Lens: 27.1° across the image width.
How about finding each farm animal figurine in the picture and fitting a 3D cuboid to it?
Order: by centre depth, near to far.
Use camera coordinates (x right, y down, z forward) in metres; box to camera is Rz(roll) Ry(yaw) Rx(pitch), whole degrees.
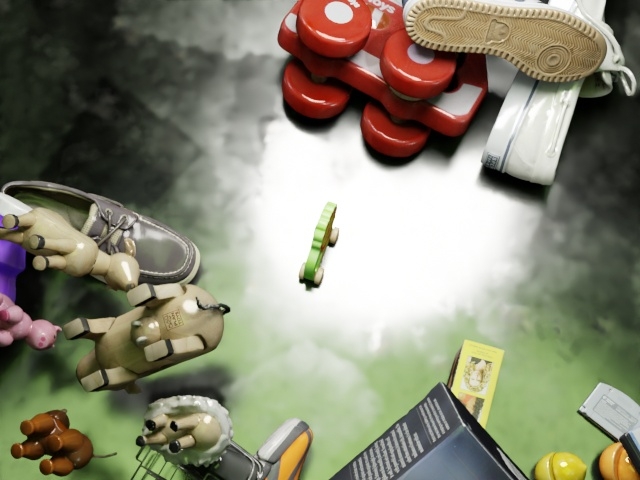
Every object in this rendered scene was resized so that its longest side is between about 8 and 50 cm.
[{"bbox_3d":[-0.251,0.112,1.611,0.327,0.172,0.330,-8,85,26],"label":"farm animal figurine"}]

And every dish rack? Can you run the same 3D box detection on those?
[{"bbox_3d":[-0.199,0.350,1.622,0.074,0.208,0.271,35,83,-25],"label":"dish rack"}]

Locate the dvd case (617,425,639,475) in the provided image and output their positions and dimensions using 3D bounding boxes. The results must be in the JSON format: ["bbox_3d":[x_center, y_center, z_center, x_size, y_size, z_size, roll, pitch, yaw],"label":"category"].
[{"bbox_3d":[0.524,0.282,1.683,0.253,0.022,0.180,-19,69,-23],"label":"dvd case"}]

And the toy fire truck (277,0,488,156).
[{"bbox_3d":[0.099,-0.278,1.841,0.302,0.169,0.254,27,56,7],"label":"toy fire truck"}]

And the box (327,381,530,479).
[{"bbox_3d":[0.133,0.381,1.515,0.294,0.183,0.296,-41,99,5],"label":"box"}]

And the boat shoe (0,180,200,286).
[{"bbox_3d":[-0.302,-0.009,1.779,0.285,0.092,0.103,21,76,8],"label":"boat shoe"}]

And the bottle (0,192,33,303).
[{"bbox_3d":[-0.459,0.075,1.720,0.118,0.092,0.283,29,92,9],"label":"bottle"}]

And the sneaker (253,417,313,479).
[{"bbox_3d":[-0.059,0.391,1.653,0.180,0.124,0.321,31,83,3],"label":"sneaker"}]

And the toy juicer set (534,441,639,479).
[{"bbox_3d":[0.313,0.373,1.661,0.329,0.089,0.209,-28,75,-8],"label":"toy juicer set"}]

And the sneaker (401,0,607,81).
[{"bbox_3d":[0.235,-0.301,1.748,0.282,0.099,0.153,11,34,-16],"label":"sneaker"}]

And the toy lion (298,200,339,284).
[{"bbox_3d":[0.000,0.000,1.775,0.034,0.096,0.100,19,74,6],"label":"toy lion"}]

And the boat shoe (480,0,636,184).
[{"bbox_3d":[0.363,-0.240,1.830,0.156,0.136,0.367,24,77,8],"label":"boat shoe"}]

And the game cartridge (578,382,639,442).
[{"bbox_3d":[0.389,0.228,1.745,0.083,0.017,0.056,39,80,11],"label":"game cartridge"}]

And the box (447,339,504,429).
[{"bbox_3d":[0.177,0.250,1.703,0.058,0.087,0.232,15,72,3],"label":"box"}]
